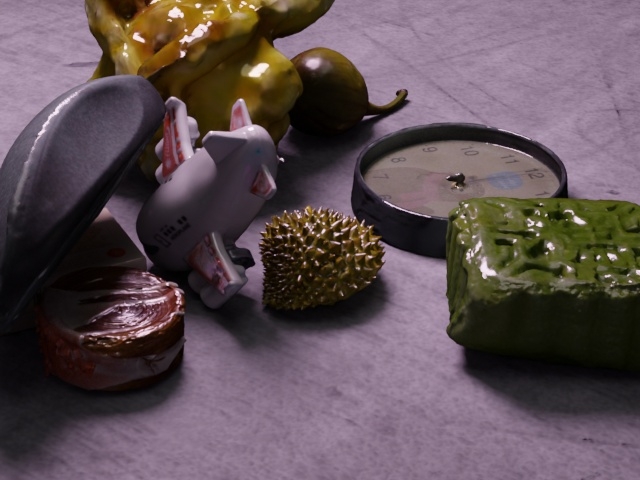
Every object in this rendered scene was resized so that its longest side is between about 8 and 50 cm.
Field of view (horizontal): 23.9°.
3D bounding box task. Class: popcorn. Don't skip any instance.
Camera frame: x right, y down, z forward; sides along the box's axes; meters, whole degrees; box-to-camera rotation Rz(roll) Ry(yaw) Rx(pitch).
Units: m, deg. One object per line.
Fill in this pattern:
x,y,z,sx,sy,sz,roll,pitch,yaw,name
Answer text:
-0.156,-0.225,1.962,0.321,0.290,0.326,1,26,-21,popcorn

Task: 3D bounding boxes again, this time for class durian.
0.000,0.000,1.740,0.146,0.102,0.208,-6,26,0,durian

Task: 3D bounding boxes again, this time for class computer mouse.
-0.289,-0.056,1.610,0.114,0.203,0.374,34,40,-5,computer mouse

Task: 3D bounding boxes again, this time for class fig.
0.040,-0.198,2.109,0.236,0.124,0.124,6,18,-46,fig

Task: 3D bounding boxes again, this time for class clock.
0.176,-0.068,1.902,0.280,0.055,0.281,0,30,0,clock

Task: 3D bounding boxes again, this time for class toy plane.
-0.129,-0.049,1.699,0.118,0.252,0.252,0,25,-36,toy plane

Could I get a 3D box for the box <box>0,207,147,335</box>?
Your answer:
-0.311,0.035,1.713,0.201,0.058,0.141,-15,33,-24,box

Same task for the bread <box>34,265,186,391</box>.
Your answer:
-0.221,0.093,1.599,0.160,0.073,0.160,2,33,-1,bread

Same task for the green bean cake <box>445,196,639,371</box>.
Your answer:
0.254,0.041,1.639,0.248,0.125,0.222,-1,30,-3,green bean cake
